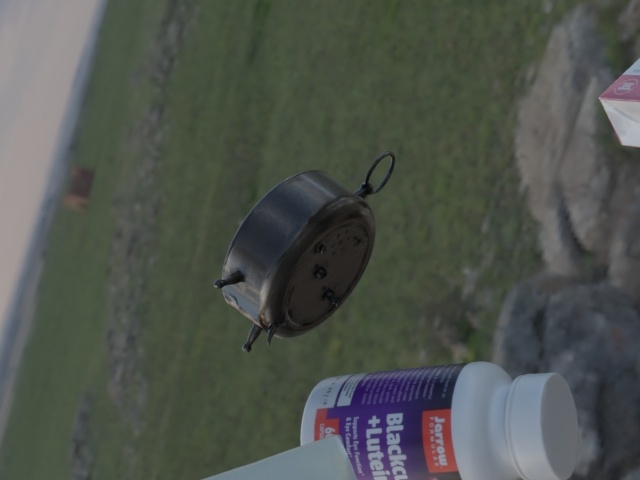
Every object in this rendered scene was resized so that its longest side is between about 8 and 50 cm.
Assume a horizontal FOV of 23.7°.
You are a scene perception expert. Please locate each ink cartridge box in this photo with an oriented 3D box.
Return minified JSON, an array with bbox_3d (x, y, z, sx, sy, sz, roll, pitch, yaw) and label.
[{"bbox_3d":[0.388,-0.174,1.521,0.198,0.067,0.115,-42,28,-22],"label":"ink cartridge box"}]

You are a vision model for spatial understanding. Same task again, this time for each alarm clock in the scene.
[{"bbox_3d":[0.000,0.000,1.195,0.192,0.064,0.129,-49,-28,-18],"label":"alarm clock"}]

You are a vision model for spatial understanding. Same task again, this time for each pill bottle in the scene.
[{"bbox_3d":[0.092,0.149,1.159,0.193,0.108,0.108,-9,54,28],"label":"pill bottle"}]

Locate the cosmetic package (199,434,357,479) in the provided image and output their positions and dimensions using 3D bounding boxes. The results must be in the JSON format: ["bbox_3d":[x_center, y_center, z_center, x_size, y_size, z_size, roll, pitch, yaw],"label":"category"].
[{"bbox_3d":[-0.106,0.182,0.409,0.153,0.296,0.129,83,168,-47],"label":"cosmetic package"}]
